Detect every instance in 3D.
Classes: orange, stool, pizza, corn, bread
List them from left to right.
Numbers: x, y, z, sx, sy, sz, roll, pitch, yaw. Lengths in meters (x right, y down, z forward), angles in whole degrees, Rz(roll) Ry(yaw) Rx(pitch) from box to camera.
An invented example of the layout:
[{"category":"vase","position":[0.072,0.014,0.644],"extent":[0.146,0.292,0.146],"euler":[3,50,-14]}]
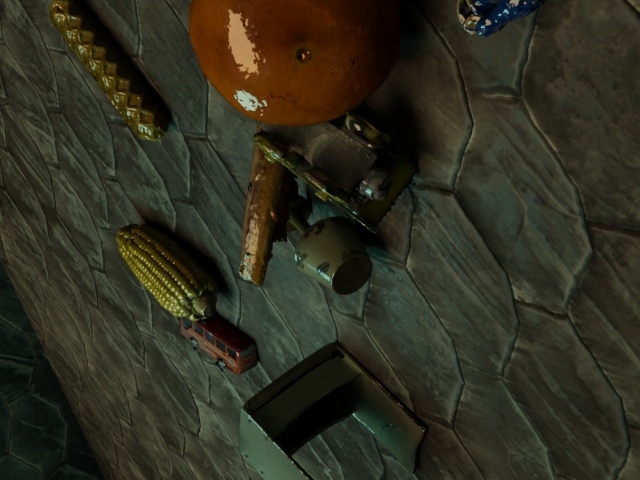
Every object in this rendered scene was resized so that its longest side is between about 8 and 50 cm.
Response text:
[{"category":"bread","position":[-0.430,-0.349,2.162],"extent":[0.367,0.077,0.084],"euler":[51,149,9]},{"category":"corn","position":[-0.345,0.066,2.393],"extent":[0.347,0.130,0.130],"euler":[39,147,37]},{"category":"pizza","position":[-0.080,-0.075,1.775],"extent":[0.161,0.085,0.305],"euler":[144,134,-87]},{"category":"orange","position":[-0.034,-0.287,1.414],"extent":[0.226,0.284,0.284],"euler":[-102,-4,-63]},{"category":"stool","position":[0.017,0.377,2.027],"extent":[0.269,0.243,0.170],"euler":[41,148,26]}]

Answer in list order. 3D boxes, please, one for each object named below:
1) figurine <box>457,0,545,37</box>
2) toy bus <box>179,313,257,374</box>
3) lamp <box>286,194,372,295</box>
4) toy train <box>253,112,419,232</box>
[{"category":"figurine","position":[0.196,-0.327,1.206],"extent":[0.164,0.121,0.262],"euler":[41,163,3]},{"category":"toy bus","position":[-0.238,0.223,2.452],"extent":[0.235,0.073,0.096],"euler":[32,133,37]},{"category":"lamp","position":[0.000,0.000,1.817],"extent":[0.215,0.121,0.121],"euler":[48,153,45]},{"category":"toy train","position":[0.021,-0.132,1.592],"extent":[0.261,0.134,0.177],"euler":[38,-175,32]}]
